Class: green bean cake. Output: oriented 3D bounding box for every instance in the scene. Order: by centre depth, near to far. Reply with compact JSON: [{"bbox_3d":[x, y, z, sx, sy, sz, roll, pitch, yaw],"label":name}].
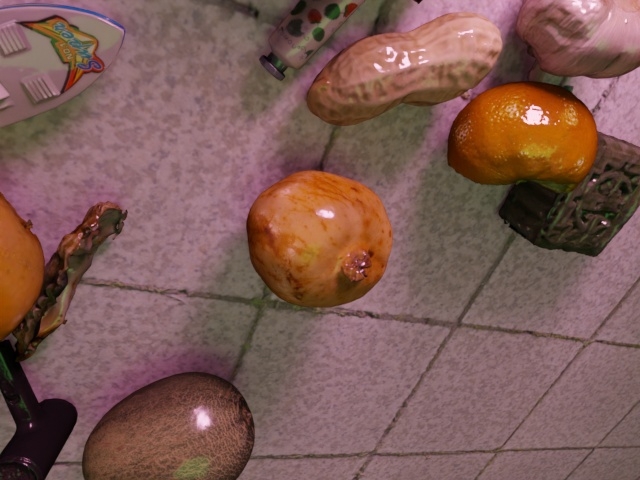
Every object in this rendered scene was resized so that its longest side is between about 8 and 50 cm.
[{"bbox_3d":[0.524,-0.095,0.992,0.255,0.132,0.240,10,115,-25],"label":"green bean cake"}]

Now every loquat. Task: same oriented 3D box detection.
[{"bbox_3d":[-0.496,0.032,0.622,0.263,0.263,0.262,-10,126,-14],"label":"loquat"}]

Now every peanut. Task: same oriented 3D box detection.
[{"bbox_3d":[0.121,-0.251,0.743,0.299,0.120,0.136,-17,147,-4],"label":"peanut"}]

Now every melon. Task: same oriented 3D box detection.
[{"bbox_3d":[-0.287,0.387,0.952,0.330,0.248,0.248,-16,127,2],"label":"melon"}]

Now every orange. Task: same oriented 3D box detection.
[{"bbox_3d":[0.338,-0.171,0.812,0.238,0.179,0.158,10,148,3],"label":"orange"}]

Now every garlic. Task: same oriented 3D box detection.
[{"bbox_3d":[0.385,-0.324,0.774,0.219,0.218,0.212,-3,162,-18],"label":"garlic"}]

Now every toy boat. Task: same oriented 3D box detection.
[{"bbox_3d":[-0.382,-0.212,0.601,0.296,0.088,0.129,-20,128,-5],"label":"toy boat"}]

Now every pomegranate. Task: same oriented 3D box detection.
[{"bbox_3d":[0.000,0.000,0.799,0.249,0.248,0.248,-10,126,-14],"label":"pomegranate"}]

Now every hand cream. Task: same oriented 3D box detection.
[{"bbox_3d":[0.023,-0.336,0.674,0.276,0.095,0.059,-44,160,15],"label":"hand cream"}]

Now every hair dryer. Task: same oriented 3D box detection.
[{"bbox_3d":[-0.529,0.292,0.867,0.089,0.197,0.251,-15,105,-6],"label":"hair dryer"}]

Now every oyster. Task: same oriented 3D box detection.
[{"bbox_3d":[-0.409,0.069,0.766,0.079,0.128,0.345,34,112,-15],"label":"oyster"}]

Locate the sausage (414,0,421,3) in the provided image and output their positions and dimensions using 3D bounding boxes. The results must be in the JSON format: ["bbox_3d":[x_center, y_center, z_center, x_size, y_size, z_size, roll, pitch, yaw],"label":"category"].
[{"bbox_3d":[0.202,-0.458,0.654,0.302,0.076,0.103,-45,134,15],"label":"sausage"}]

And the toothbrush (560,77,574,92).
[{"bbox_3d":[0.461,-0.366,0.846,0.022,0.026,0.262,-3,121,-19],"label":"toothbrush"}]
